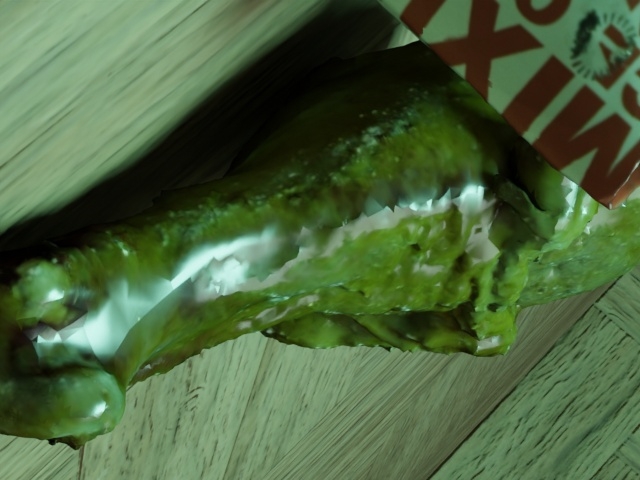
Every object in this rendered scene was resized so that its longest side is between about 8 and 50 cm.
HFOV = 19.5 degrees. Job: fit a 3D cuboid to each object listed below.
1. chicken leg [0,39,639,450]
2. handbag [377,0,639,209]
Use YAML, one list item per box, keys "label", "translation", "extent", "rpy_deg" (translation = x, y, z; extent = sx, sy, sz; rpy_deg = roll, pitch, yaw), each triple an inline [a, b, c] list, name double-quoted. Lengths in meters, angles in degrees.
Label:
- label: "chicken leg"
  translation: [-0.001, -0.005, 0.781]
  extent: [0.361, 0.140, 0.211]
  rpy_deg: [-17, 167, -26]
- label: "handbag"
  translation: [0.149, -0.155, 0.708]
  extent: [0.298, 0.171, 0.151]
  rpy_deg: [-46, 169, -21]
